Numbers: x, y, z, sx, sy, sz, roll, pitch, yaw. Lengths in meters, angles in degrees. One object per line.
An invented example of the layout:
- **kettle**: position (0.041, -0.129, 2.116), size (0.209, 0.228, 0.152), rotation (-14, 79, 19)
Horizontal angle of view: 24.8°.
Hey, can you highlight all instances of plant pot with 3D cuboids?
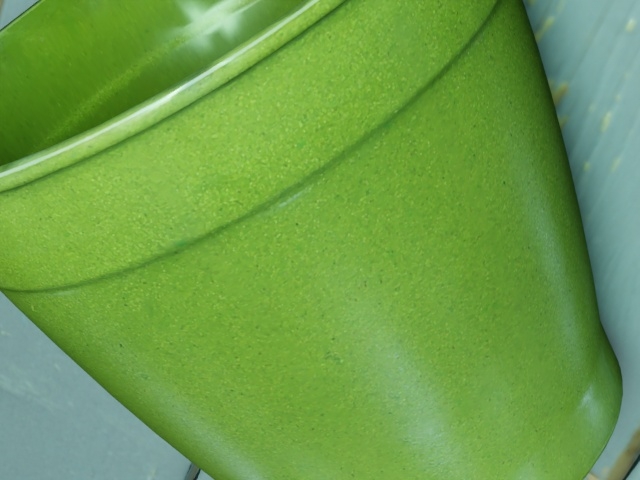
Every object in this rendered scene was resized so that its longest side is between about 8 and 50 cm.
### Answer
- **plant pot**: position (0.000, 0.000, 0.854), size (0.366, 0.366, 0.353), rotation (-14, 119, 33)
